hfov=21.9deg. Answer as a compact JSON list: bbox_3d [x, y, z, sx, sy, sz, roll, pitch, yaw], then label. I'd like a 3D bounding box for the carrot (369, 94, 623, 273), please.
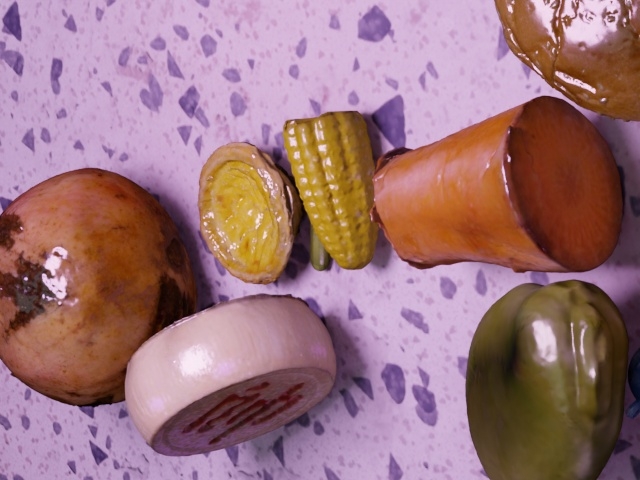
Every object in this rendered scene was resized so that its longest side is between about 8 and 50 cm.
[{"bbox_3d":[0.177,-0.041,1.803,0.254,0.196,0.196,-14,92,48],"label":"carrot"}]

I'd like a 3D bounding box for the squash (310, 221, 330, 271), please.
[{"bbox_3d":[0.000,0.000,2.098,0.027,0.027,0.083,18,113,40],"label":"squash"}]

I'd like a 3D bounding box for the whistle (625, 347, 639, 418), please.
[{"bbox_3d":[0.379,0.130,1.741,0.158,0.090,0.090,-44,64,0],"label":"whistle"}]

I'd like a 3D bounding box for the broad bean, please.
[{"bbox_3d":[0.245,0.161,1.807,0.291,0.119,0.238,106,147,-40],"label":"broad bean"}]

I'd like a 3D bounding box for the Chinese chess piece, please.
[{"bbox_3d":[-0.114,0.170,2.084,0.270,0.270,0.112,-43,60,42],"label":"Chinese chess piece"}]

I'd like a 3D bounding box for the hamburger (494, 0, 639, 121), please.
[{"bbox_3d":[0.291,-0.241,1.675,0.309,0.132,0.211,38,123,29],"label":"hamburger"}]

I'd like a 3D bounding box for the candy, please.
[{"bbox_3d":[0.021,-0.060,2.010,0.094,0.106,0.198,4,109,63],"label":"candy"}]

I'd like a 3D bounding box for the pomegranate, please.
[{"bbox_3d":[-0.310,0.064,2.228,0.322,0.322,0.322,14,111,41],"label":"pomegranate"}]

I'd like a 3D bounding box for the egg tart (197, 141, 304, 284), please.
[{"bbox_3d":[-0.085,-0.037,2.137,0.191,0.074,0.191,15,113,41],"label":"egg tart"}]
